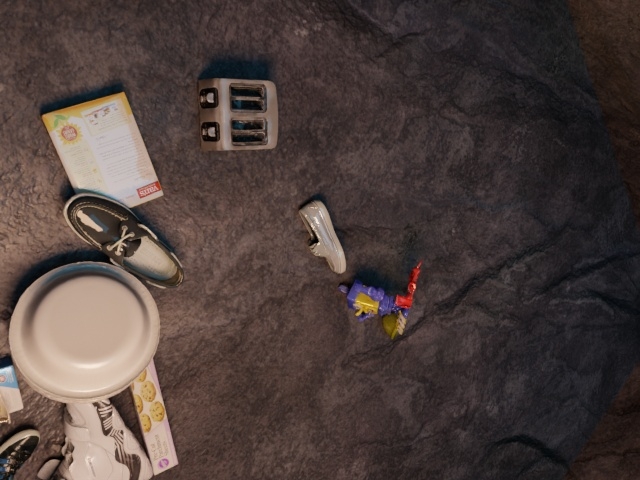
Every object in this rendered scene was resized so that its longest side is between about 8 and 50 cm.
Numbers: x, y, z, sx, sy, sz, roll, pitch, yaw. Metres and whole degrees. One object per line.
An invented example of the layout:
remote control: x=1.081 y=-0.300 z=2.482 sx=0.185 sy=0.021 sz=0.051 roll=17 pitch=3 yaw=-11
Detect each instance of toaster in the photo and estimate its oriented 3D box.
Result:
toaster: x=-0.191 y=-0.295 z=1.264 sx=0.186 sy=0.110 sz=0.167 roll=-7 pitch=105 yaw=-32

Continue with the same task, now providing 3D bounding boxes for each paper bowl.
paper bowl: x=-0.474 y=0.182 z=1.085 sx=0.285 sy=0.148 sz=0.284 roll=11 pitch=64 yaw=-24

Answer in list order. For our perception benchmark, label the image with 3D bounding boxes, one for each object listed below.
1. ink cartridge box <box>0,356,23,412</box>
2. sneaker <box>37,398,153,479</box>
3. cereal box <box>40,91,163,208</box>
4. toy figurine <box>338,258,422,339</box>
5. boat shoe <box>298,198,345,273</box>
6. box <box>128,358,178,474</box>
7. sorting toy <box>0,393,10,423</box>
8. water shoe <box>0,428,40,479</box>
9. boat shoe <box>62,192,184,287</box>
ink cartridge box: x=-0.715 y=0.317 z=1.076 sx=0.180 sy=0.060 sz=0.104 roll=-13 pitch=108 yaw=-31
sneaker: x=-0.538 y=0.452 z=1.173 sx=0.210 sy=0.137 sz=0.365 roll=-33 pitch=118 yaw=-26
cereal box: x=-0.465 y=-0.179 z=1.145 sx=0.173 sy=0.047 sz=0.240 roll=-25 pitch=114 yaw=-25
toy figurine: x=0.163 y=0.161 z=1.584 sx=0.362 sy=0.217 sz=0.191 roll=78 pitch=29 yaw=-69
boat shoe: x=0.000 y=0.000 z=1.477 sx=0.081 sy=0.079 sz=0.227 roll=-27 pitch=109 yaw=-16
box: x=-0.415 y=0.409 z=1.290 sx=0.067 sy=0.063 sz=0.323 roll=-16 pitch=108 yaw=-29
sorting toy: x=-0.666 y=0.331 z=1.051 sx=0.083 sy=0.045 sz=0.075 roll=-5 pitch=97 yaw=-32
water shoe: x=-0.667 y=0.498 z=1.124 sx=0.203 sy=0.080 sz=0.073 roll=-48 pitch=148 yaw=-14
boat shoe: x=-0.413 y=0.006 z=1.156 sx=0.114 sy=0.091 sz=0.302 roll=-53 pitch=134 yaw=-2
